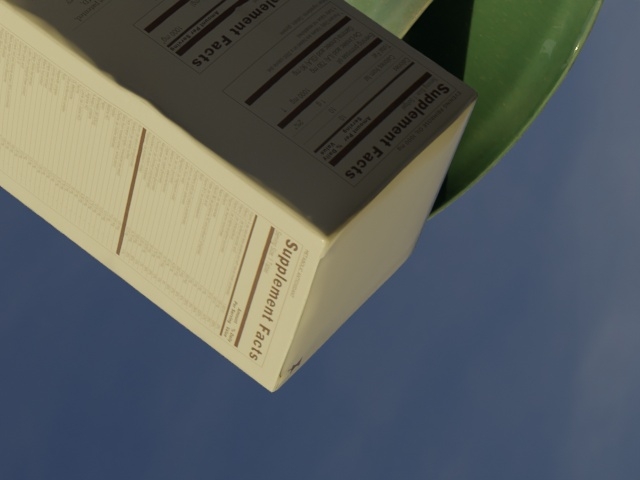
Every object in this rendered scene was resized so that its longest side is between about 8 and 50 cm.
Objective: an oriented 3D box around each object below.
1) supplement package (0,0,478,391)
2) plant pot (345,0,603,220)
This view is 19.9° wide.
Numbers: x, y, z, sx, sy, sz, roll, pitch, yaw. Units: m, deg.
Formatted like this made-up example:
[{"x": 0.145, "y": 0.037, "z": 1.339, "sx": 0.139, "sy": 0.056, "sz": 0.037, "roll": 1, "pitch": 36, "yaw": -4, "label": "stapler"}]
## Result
[{"x": -0.067, "y": -0.066, "z": 0.936, "sx": 0.134, "sy": 0.244, "sz": 0.139, "roll": -44, "pitch": -16, "yaw": -36, "label": "supplement package"}, {"x": 0.042, "y": -0.171, "z": 1.325, "sx": 0.293, "sy": 0.196, "sz": 0.293, "roll": -40, "pitch": -24, "yaw": -22, "label": "plant pot"}]
